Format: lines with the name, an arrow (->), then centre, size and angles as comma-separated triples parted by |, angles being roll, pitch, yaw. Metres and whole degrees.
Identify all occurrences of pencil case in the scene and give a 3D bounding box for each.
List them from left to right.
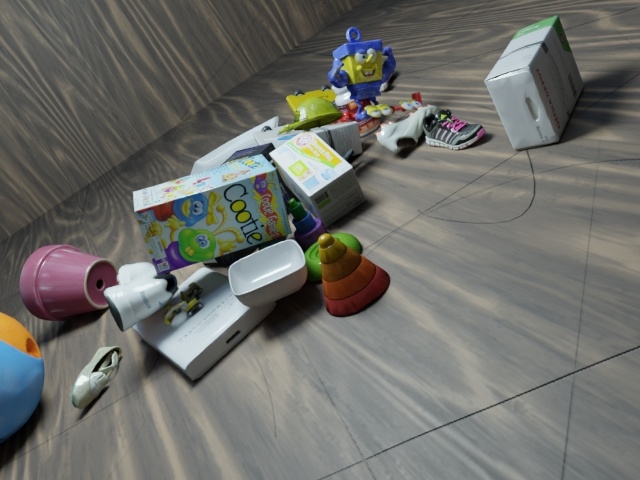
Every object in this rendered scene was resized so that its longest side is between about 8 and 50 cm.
pencil case -> -0.097, 0.009, 1.305 | 0.070, 0.064, 0.152 | 5, 24, -10

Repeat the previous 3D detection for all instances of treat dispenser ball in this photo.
treat dispenser ball -> -0.703, 0.276, 1.231 | 0.288, 0.288, 0.288 | -25, 25, 13

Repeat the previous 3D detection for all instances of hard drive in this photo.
hard drive -> -0.239, 0.151, 1.233 | 0.203, 0.040, 0.307 | -42, 26, -21

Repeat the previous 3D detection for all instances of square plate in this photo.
square plate -> -0.278, -0.273, 2.059 | 0.347, 0.049, 0.344 | -28, 25, 8

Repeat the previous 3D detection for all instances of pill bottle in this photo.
pill bottle -> 0.093, -0.360, 1.673 | 0.086, 0.152, 0.086 | -26, 25, 13

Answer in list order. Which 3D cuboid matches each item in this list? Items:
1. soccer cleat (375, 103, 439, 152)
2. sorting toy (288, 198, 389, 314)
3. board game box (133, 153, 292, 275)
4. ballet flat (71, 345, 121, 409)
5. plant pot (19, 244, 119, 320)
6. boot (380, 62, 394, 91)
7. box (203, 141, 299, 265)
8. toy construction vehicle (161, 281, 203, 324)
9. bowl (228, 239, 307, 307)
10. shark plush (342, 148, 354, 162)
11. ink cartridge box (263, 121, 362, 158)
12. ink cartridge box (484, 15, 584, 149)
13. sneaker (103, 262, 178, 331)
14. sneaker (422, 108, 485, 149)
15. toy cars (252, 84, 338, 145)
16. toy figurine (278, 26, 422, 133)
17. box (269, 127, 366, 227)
soccer cleat -> 0.216, -0.259, 1.464 | 0.196, 0.076, 0.068 | -28, -20, -29
sorting toy -> 0.000, 0.000, 1.140 | 0.127, 0.126, 0.365 | -33, 25, -3
board game box -> -0.218, -0.056, 1.251 | 0.275, 0.142, 0.144 | -18, 24, -10
ballet flat -> -0.442, 0.264, 1.239 | 0.052, 0.057, 0.168 | -16, 28, 11
plant pot -> -0.627, 0.110, 1.601 | 0.180, 0.201, 0.201 | 0, 36, 23
boot -> 0.196, -0.523, 1.956 | 0.086, 0.069, 0.190 | -34, 23, 1
box -> -0.195, -0.086, 1.473 | 0.143, 0.165, 0.270 | -4, 36, 46
toy construction vehicle -> -0.275, 0.123, 1.235 | 0.098, 0.035, 0.086 | -38, 26, -14
bowl -> -0.090, 0.064, 1.124 | 0.142, 0.053, 0.142 | -25, 26, -2
shark plush -> 0.020, -0.167, 1.495 | 0.161, 0.067, 0.073 | -33, 24, -4
ink cartridge box -> -0.017, -0.237, 1.573 | 0.203, 0.086, 0.148 | -19, 15, -33
ink cartridge box -> 0.411, -0.298, 1.182 | 0.092, 0.160, 0.219 | -8, 33, 43
sneaker -> -0.354, 0.102, 1.292 | 0.129, 0.111, 0.297 | -22, 15, -6
sneaker -> 0.277, -0.243, 1.334 | 0.063, 0.075, 0.170 | -40, 26, -17
toy cars -> -0.055, -0.353, 1.902 | 0.176, 0.087, 0.394 | 21, 49, 15
toy figurine -> 0.061, -0.394, 1.497 | 0.362, 0.217, 0.191 | -15, 12, -25
box -> -0.009, -0.141, 1.364 | 0.114, 0.103, 0.203 | -35, 45, -7
